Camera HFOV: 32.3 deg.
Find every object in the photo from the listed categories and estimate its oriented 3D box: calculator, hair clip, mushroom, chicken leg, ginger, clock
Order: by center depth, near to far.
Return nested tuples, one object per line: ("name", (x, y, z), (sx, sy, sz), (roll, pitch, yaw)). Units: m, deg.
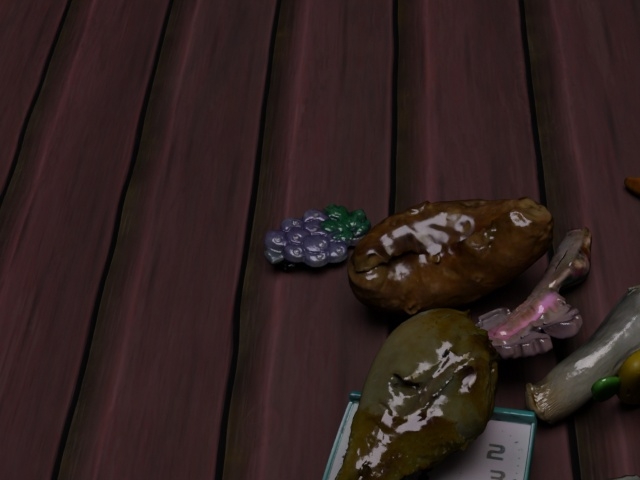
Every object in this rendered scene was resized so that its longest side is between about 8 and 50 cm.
("chicken leg", (0.087, 0.248, 1.373), (0.201, 0.153, 0.429), (12, 52, 42))
("clock", (0.140, 0.325, 1.448), (0.262, 0.116, 0.231), (5, 44, 17))
("calculator", (0.470, 0.165, 1.482), (0.234, 0.146, 0.032), (-23, 58, -7))
("mushroom", (0.398, 0.156, 1.540), (0.278, 0.099, 0.096), (-37, 11, -16))
("hair clip", (0.324, 0.091, 1.624), (0.173, 0.069, 0.300), (-4, 31, 50))
("ginger", (0.198, 0.017, 1.667), (0.321, 0.172, 0.165), (-19, 80, 14))
("hair clip", (0.000, 0.001, 1.834), (0.195, 0.052, 0.124), (-25, 56, -21))

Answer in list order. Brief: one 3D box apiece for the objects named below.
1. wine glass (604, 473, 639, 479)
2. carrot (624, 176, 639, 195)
("wine glass", (0.381, 0.407, 1.283), (0.156, 0.156, 0.232), (-25, 51, -9))
("carrot", (0.584, -0.051, 1.730), (0.248, 0.043, 0.043), (28, 59, 36))
